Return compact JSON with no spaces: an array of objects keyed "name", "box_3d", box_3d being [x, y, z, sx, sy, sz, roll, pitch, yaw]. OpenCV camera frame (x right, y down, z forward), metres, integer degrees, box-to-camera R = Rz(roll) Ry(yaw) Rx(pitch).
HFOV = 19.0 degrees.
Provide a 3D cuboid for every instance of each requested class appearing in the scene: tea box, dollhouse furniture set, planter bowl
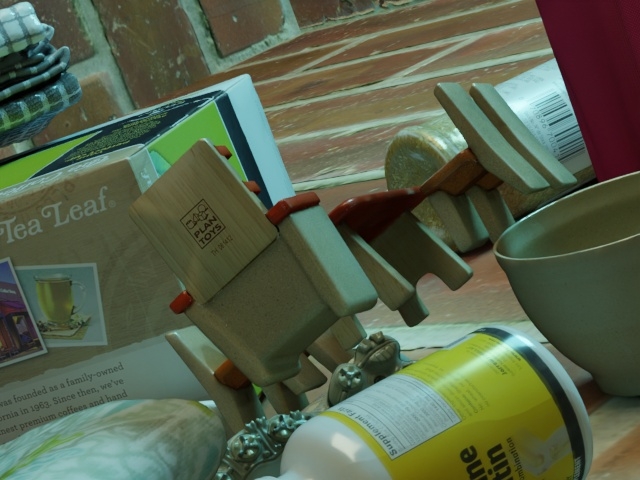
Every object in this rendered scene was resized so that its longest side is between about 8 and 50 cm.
[{"name":"tea box","box_3d":[-0.204,0.041,1.533,0.329,0.220,0.323,-18,10,19]},{"name":"dollhouse furniture set","box_3d":[0.000,0.000,1.224,0.262,0.135,0.259,-42,-11,20]},{"name":"planter bowl","box_3d":[0.200,0.028,1.166,0.162,0.109,0.162,-20,11,4]}]

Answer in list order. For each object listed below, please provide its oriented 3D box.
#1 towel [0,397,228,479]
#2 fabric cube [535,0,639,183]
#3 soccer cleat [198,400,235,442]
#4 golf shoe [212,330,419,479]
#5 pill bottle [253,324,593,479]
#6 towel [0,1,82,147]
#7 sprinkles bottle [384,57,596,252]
[{"name":"towel","box_3d":[-0.269,0.213,1.080,0.374,0.090,0.320,-23,10,29]},{"name":"fabric cube","box_3d":[0.330,-0.168,1.488,0.259,0.258,0.254,-22,10,-5]},{"name":"soccer cleat","box_3d":[-0.142,0.153,1.312,0.196,0.068,0.076,-13,7,2]},{"name":"golf shoe","box_3d":[-0.005,0.136,1.196,0.176,0.069,0.086,-34,-18,-22]},{"name":"pill bottle","box_3d":[0.045,0.125,0.999,0.184,0.103,0.103,-27,13,-26]},{"name":"towel","box_3d":[-0.346,-0.104,1.646,0.235,0.121,0.284,-24,7,-20]},{"name":"sprinkles bottle","box_3d":[0.227,-0.110,1.738,0.355,0.121,0.121,-27,13,-28]}]
